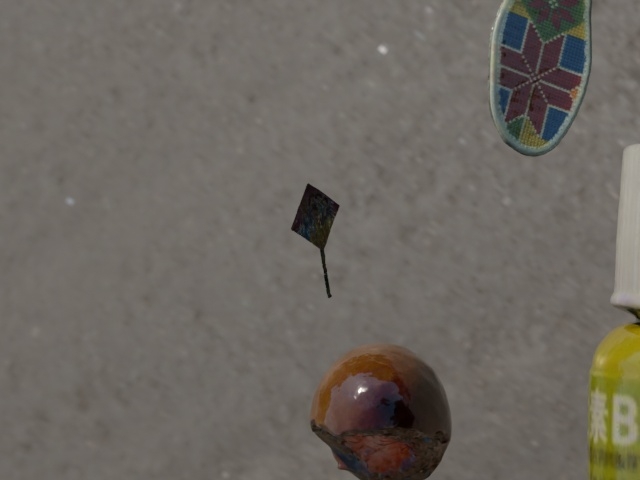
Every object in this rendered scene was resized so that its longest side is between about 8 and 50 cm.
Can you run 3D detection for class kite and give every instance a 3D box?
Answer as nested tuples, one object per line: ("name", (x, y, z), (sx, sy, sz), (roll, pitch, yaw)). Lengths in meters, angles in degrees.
("kite", (-0.005, 0.000, 1.321), (0.002, 0.044, 0.078), (4, 89, 46))

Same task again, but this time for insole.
("insole", (0.139, -0.142, 1.150), (0.006, 0.065, 0.193), (148, 139, -70))

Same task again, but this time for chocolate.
("chocolate", (0.055, 0.149, 1.647), (0.127, 0.124, 0.133), (71, 159, 7))

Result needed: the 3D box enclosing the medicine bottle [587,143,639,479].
("medicine bottle", (0.300, 0.127, 1.350), (0.224, 0.224, 0.384), (2, 89, 40))
